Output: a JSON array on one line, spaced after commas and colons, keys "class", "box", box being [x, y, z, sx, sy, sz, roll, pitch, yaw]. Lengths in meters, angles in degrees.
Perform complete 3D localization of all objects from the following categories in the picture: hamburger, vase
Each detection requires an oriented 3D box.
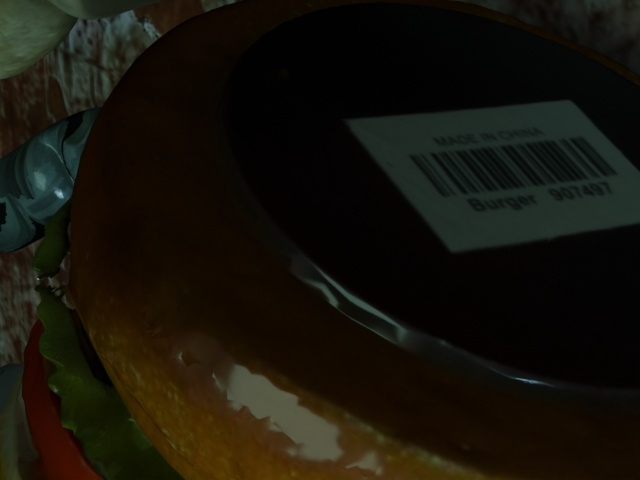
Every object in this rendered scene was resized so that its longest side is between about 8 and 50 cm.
[{"class": "hamburger", "box": [0.031, 0.069, 0.694, 0.330, 0.330, 0.250, 41, 131, 25]}, {"class": "vase", "box": [-0.153, -0.046, 1.047, 0.211, 0.060, 0.060, -22, 93, 49]}]

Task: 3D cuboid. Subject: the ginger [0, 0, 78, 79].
[{"class": "ginger", "box": [-0.186, -0.177, 0.959, 0.138, 0.152, 0.267, 37, 137, -14]}]

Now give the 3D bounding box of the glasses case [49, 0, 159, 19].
[{"class": "glasses case", "box": [-0.067, -0.270, 0.770, 0.076, 0.144, 0.336, 37, 135, 28]}]

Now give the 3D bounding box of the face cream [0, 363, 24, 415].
[{"class": "face cream", "box": [-0.210, 0.146, 1.177, 0.117, 0.104, 0.117, 23, 125, 39]}]
